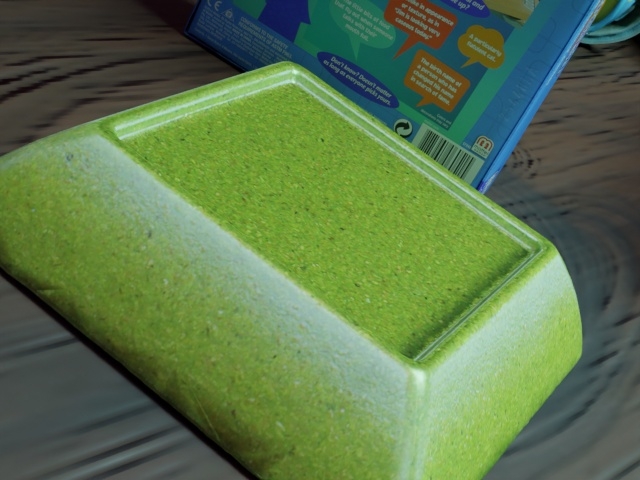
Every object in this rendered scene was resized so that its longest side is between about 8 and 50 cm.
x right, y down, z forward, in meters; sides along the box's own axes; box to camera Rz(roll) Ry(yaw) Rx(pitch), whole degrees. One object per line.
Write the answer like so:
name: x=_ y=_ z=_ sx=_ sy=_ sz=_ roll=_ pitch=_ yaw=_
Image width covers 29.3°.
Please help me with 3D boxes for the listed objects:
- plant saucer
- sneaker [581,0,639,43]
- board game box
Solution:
plant saucer: x=0.000 y=0.000 z=0.429 sx=0.188 sy=0.045 sz=0.188 roll=37 pitch=30 yaw=14
sneaker: x=0.228 y=-0.194 z=0.884 sx=0.319 sy=0.127 sz=0.208 roll=30 pitch=48 yaw=-34
board game box: x=0.053 y=-0.141 z=0.528 sx=0.160 sy=0.210 sz=0.047 roll=34 pitch=30 yaw=8
